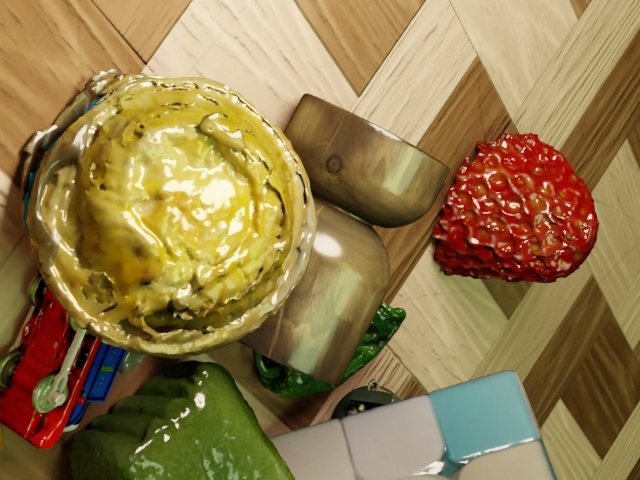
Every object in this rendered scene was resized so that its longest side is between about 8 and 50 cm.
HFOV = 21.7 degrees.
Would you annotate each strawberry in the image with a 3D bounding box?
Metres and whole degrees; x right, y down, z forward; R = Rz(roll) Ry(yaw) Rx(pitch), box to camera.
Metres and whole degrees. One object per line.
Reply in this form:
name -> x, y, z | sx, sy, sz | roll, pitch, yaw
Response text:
strawberry -> 0.271, -0.013, 2.169 | 0.234, 0.178, 0.234 | -33, 143, -30

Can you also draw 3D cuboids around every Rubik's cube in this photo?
Rubik's cube -> 0.140, 0.421, 2.017 | 0.346, 0.347, 0.344 | -14, 135, 1

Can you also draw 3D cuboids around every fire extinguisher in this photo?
fire extinguisher -> 0.085, 0.271, 2.173 | 0.095, 0.114, 0.311 | -55, 147, -23

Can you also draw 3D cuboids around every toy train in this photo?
toy train -> -0.230, 0.092, 1.597 | 0.131, 0.083, 0.204 | 12, 104, -60

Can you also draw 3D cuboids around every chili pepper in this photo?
chili pepper -> 0.009, 0.131, 1.997 | 0.257, 0.074, 0.100 | -26, 131, -51

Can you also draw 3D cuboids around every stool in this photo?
stool -> 0.000, 0.000, 1.770 | 0.264, 0.179, 0.179 | -62, 149, 1

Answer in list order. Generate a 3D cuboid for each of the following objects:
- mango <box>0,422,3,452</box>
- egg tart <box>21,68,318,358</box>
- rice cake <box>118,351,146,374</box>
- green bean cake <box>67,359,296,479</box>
mango -> -0.342, 0.187, 1.501 | 0.111, 0.089, 0.163 | -55, 157, -14
egg tart -> -0.129, -0.030, 1.506 | 0.291, 0.107, 0.291 | 1, 87, -24
rice cake -> -0.156, 0.044, 1.707 | 0.036, 0.047, 0.207 | 42, 75, -43
green bean cake -> -0.142, 0.263, 1.763 | 0.222, 0.125, 0.248 | -36, 116, -38
